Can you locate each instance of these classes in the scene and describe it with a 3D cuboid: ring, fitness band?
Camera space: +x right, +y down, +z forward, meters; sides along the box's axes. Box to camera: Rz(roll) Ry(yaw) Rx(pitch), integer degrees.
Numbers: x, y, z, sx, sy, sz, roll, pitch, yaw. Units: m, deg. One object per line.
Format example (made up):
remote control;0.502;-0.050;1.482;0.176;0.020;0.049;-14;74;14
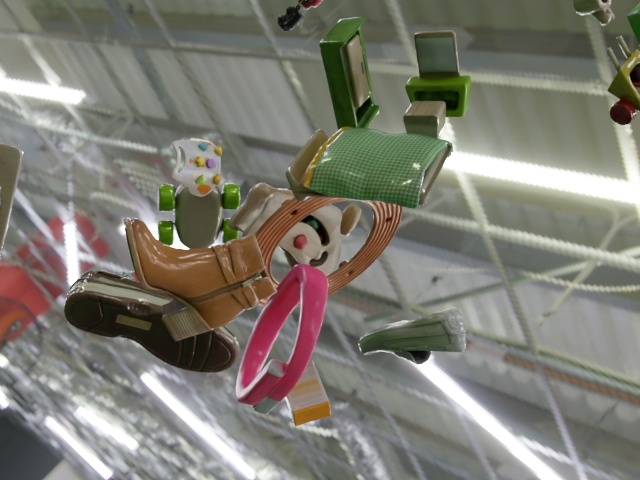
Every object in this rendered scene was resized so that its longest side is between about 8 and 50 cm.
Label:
ring;0.000;0.000;1.762;0.032;0.336;0.336;54;-17;32
fitness band;-0.067;0.158;1.565;0.054;0.209;0.291;20;-35;-14

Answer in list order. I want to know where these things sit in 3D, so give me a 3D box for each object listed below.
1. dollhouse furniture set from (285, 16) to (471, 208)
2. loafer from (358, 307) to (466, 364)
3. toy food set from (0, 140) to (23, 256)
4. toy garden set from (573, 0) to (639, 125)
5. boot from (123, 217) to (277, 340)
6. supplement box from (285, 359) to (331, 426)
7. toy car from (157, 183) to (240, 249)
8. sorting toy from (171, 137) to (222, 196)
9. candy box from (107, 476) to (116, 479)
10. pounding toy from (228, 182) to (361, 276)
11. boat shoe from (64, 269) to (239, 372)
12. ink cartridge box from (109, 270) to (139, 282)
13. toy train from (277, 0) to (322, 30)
dollhouse furniture set;0.082;-0.187;1.349;0.197;0.301;0.151;3;-56;22
loafer;0.214;0.244;2.309;0.319;0.112;0.111;-21;-100;49
toy food set;-0.457;0.030;1.189;0.092;0.306;0.220;21;-62;-1
toy garden set;0.356;-0.267;1.072;0.049;0.204;0.244;-2;-54;52
boot;-0.152;0.025;1.232;0.073;0.152;0.197;-116;-178;-54
supplement box;-0.027;0.248;1.580;0.098;0.062;0.036;-114;-166;-45
toy car;-0.254;-0.081;1.946;0.188;0.155;0.149;-116;-152;-58
sorting toy;-0.181;-0.109;1.374;0.045;0.083;0.075;-5;-8;41
candy box;-0.368;0.566;1.789;0.165;0.196;0.070;27;-27;5
pounding toy;-0.055;-0.020;1.852;0.269;0.154;0.155;12;12;-34
boat shoe;-0.235;0.106;1.402;0.257;0.095;0.095;25;24;-18
ink cartridge box;-0.338;0.087;1.751;0.029;0.115;0.063;124;-45;-56
toy train;-0.014;-0.427;1.705;0.027;0.158;0.036;22;31;-52
